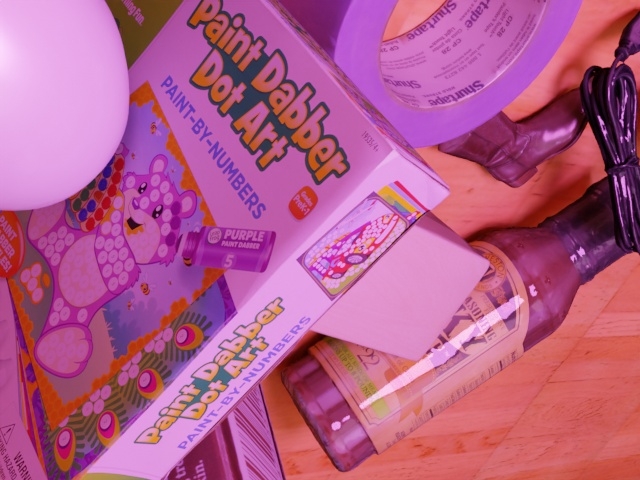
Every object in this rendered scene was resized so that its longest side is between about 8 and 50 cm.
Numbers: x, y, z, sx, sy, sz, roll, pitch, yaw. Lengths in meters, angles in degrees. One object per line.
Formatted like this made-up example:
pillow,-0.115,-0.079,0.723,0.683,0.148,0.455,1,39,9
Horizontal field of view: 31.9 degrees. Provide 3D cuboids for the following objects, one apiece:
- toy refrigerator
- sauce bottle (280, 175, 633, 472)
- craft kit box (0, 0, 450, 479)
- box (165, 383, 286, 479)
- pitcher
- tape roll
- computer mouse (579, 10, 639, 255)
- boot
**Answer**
toy refrigerator,0.000,0.000,0.802,0.269,0.094,0.102,21,108,-50
sauce bottle,0.131,0.062,0.965,0.344,0.111,0.111,-35,144,-8
craft kit box,-0.096,-0.020,0.562,0.246,0.250,0.061,-45,142,9
box,-0.211,0.171,0.645,0.381,0.191,0.143,-21,145,5
pitcher,-0.164,-0.123,0.482,0.207,0.125,0.178,50,48,-52
tape roll,0.070,-0.156,0.699,0.189,0.080,0.189,-23,141,-20
computer mouse,0.294,-0.119,0.941,0.262,0.060,0.184,-36,118,-33
boot,0.153,-0.095,0.876,0.114,0.037,0.106,24,110,-45
